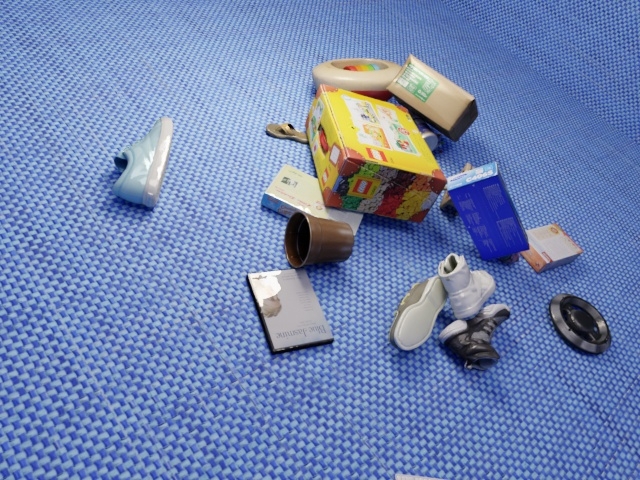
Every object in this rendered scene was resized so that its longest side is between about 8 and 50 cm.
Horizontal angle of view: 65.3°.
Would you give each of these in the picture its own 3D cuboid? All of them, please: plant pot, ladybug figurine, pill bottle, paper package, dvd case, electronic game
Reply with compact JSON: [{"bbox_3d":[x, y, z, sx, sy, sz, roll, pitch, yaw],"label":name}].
[{"bbox_3d":[0.000,0.000,1.498,0.165,0.167,0.167,3,48,-31],"label":"plant pot"},{"bbox_3d":[0.172,-0.679,2.157,0.450,0.161,0.305,-12,36,-24],"label":"ladybug figurine"},{"bbox_3d":[0.405,-0.457,2.114,0.112,0.112,0.186,-5,48,-27],"label":"pill bottle"},{"bbox_3d":[0.471,-0.578,2.063,0.325,0.168,0.309,40,14,13],"label":"paper package"},{"bbox_3d":[-0.087,0.185,1.376,0.181,0.022,0.253,-5,52,-27],"label":"dvd case"},{"bbox_3d":[0.875,0.277,1.685,0.229,0.048,0.229,12,47,-14],"label":"electronic game"}]

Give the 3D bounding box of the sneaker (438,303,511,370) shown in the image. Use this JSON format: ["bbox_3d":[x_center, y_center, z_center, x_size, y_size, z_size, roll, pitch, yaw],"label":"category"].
[{"bbox_3d":[0.487,0.291,1.474,0.269,0.101,0.153,-16,58,-27],"label":"sneaker"}]

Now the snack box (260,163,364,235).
[{"bbox_3d":[-0.016,-0.122,1.662,0.322,0.060,0.187,26,43,1],"label":"snack box"}]

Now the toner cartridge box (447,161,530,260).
[{"bbox_3d":[0.567,-0.088,1.677,0.347,0.165,0.075,54,32,-32],"label":"toner cartridge box"}]

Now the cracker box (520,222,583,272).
[{"bbox_3d":[0.860,0.026,1.898,0.232,0.067,0.155,-11,54,-32],"label":"cracker box"}]

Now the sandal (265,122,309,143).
[{"bbox_3d":[-0.118,-0.417,1.899,0.180,0.049,0.072,12,46,-13],"label":"sandal"}]

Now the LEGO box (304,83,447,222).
[{"bbox_3d":[0.175,-0.319,1.783,0.373,0.193,0.500,10,40,-20],"label":"LEGO box"}]

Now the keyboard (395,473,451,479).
[{"bbox_3d":[0.296,0.596,1.168,0.256,0.014,0.072,13,46,-13],"label":"keyboard"}]

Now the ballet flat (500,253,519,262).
[{"bbox_3d":[0.679,-0.008,1.857,0.079,0.077,0.221,18,47,-34],"label":"ballet flat"}]

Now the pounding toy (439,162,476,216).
[{"bbox_3d":[0.495,-0.206,1.822,0.155,0.269,0.154,27,78,1],"label":"pounding toy"}]

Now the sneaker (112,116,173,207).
[{"bbox_3d":[-0.540,-0.264,1.518,0.150,0.135,0.365,13,45,-17],"label":"sneaker"}]

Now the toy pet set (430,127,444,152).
[{"bbox_3d":[0.503,-0.459,2.192,0.114,0.065,0.122,22,44,-3],"label":"toy pet set"}]

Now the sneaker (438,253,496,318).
[{"bbox_3d":[0.455,0.106,1.551,0.292,0.108,0.169,-31,99,-58],"label":"sneaker"}]

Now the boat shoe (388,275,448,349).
[{"bbox_3d":[0.274,0.214,1.456,0.305,0.091,0.109,-43,105,-43],"label":"boat shoe"}]
